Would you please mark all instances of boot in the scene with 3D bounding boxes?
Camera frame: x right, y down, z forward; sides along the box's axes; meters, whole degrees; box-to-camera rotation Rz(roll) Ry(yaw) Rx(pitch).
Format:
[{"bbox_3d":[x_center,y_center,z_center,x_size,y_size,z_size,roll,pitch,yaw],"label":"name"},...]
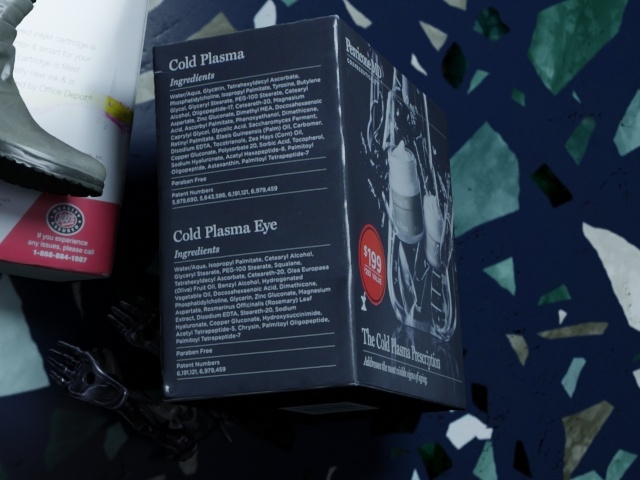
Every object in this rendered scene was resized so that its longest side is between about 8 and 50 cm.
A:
[{"bbox_3d":[-0.274,-0.146,1.234,0.247,0.083,0.161,24,75,-16],"label":"boot"}]

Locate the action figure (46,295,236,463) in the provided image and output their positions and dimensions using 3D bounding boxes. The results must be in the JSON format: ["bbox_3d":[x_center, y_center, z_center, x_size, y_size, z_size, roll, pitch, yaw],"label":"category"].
[{"bbox_3d":[-0.145,0.120,1.387,0.164,0.275,0.141,-42,68,1],"label":"action figure"}]

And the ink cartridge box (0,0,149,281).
[{"bbox_3d":[-0.294,-0.127,1.343,0.226,0.131,0.306,11,80,-26],"label":"ink cartridge box"}]

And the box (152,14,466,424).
[{"bbox_3d":[0.000,0.000,1.341,0.343,0.179,0.312,25,60,-68],"label":"box"}]
